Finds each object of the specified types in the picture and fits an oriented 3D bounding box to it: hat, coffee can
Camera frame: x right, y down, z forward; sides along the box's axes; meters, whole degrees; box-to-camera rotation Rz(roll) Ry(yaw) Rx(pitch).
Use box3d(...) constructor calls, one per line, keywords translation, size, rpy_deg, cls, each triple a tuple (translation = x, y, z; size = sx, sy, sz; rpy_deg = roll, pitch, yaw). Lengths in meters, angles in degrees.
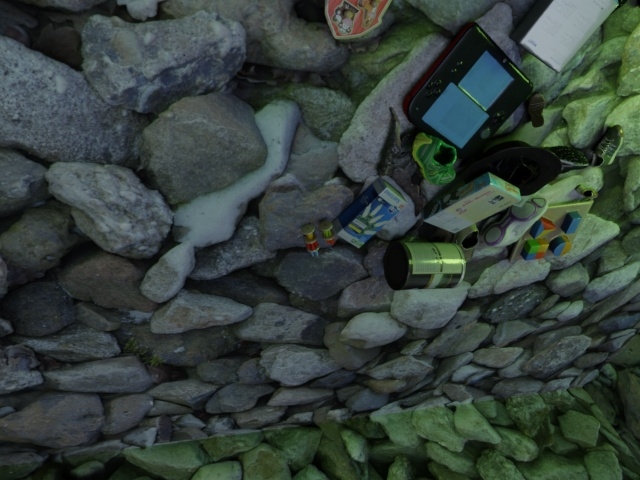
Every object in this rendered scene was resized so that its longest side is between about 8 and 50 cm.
box3d(translation=(0.696, -0.287, 1.757), size=(0.330, 0.134, 0.331), rpy_deg=(3, 153, 1), cls="hat")
box3d(translation=(0.432, 0.105, 1.997), size=(0.275, 0.202, 0.202), rpy_deg=(1, 131, -21), cls="coffee can")

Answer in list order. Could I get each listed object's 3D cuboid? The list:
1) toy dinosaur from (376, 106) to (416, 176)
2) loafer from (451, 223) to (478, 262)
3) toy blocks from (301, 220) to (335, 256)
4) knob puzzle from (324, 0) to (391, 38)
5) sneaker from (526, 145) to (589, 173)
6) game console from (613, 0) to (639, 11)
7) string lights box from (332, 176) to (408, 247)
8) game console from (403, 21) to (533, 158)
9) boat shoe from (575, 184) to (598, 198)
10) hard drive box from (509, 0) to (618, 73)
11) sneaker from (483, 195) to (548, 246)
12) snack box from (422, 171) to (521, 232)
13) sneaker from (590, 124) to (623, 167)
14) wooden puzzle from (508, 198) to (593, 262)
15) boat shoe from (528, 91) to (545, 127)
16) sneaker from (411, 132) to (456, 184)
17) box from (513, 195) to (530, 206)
box3d(translation=(0.269, -0.322, 1.639), size=(0.118, 0.064, 0.268), rpy_deg=(-1, 129, -11), cls="toy dinosaur")
box3d(translation=(0.625, 0.013, 2.060), size=(0.101, 0.092, 0.269), rpy_deg=(-19, 135, -3), cls="loafer")
box3d(translation=(0.000, 0.000, 1.831), size=(0.123, 0.054, 0.148), rpy_deg=(-11, 135, 5), cls="toy blocks")
box3d(translation=(0.095, -0.636, 1.300), size=(0.212, 0.030, 0.213), rpy_deg=(-11, 134, -11), cls="knob puzzle")
box3d(translation=(0.905, -0.296, 1.885), size=(0.282, 0.107, 0.124), rpy_deg=(1, 139, -11), cls="sneaker")
box3d(translation=(0.945, -0.768, 1.487), size=(0.361, 0.044, 0.213), rpy_deg=(-37, 133, 16), cls="game console")
box3d(translation=(0.183, -0.102, 1.797), size=(0.133, 0.077, 0.259), rpy_deg=(30, 116, -37), cls="string lights box")
box3d(translation=(0.490, -0.470, 1.583), size=(0.386, 0.060, 0.342), rpy_deg=(24, 120, -36), cls="game console")
box3d(translation=(1.176, -0.206, 2.096), size=(0.135, 0.045, 0.050), rpy_deg=(9, 128, -28), cls="boat shoe")
box3d(translation=(0.727, -0.661, 1.441), size=(0.181, 0.089, 0.232), rpy_deg=(27, 119, -19), cls="hard drive box")
box3d(translation=(0.849, -0.078, 2.068), size=(0.305, 0.114, 0.152), rpy_deg=(-42, 145, 25), cls="sneaker")
box3d(translation=(0.574, -0.136, 1.838), size=(0.187, 0.060, 0.321), rpy_deg=(18, 148, -32), cls="snack box")
box3d(translation=(1.143, -0.367, 1.918), size=(0.086, 0.064, 0.192), rpy_deg=(-22, 139, -7), cls="sneaker")
box3d(translation=(1.066, -0.027, 2.198), size=(0.347, 0.081, 0.322), rpy_deg=(-10, 134, -12), cls="wooden puzzle")
box3d(translation=(0.763, -0.469, 1.694), size=(0.056, 0.049, 0.152), rpy_deg=(-11, 142, 16), cls="boat shoe")
box3d(translation=(0.415, -0.268, 1.663), size=(0.295, 0.123, 0.110), rpy_deg=(30, 82, -53), cls="sneaker")
box3d(translation=(0.782, -0.205, 1.919), size=(0.101, 0.087, 0.102), rpy_deg=(12, 125, -28), cls="box")
